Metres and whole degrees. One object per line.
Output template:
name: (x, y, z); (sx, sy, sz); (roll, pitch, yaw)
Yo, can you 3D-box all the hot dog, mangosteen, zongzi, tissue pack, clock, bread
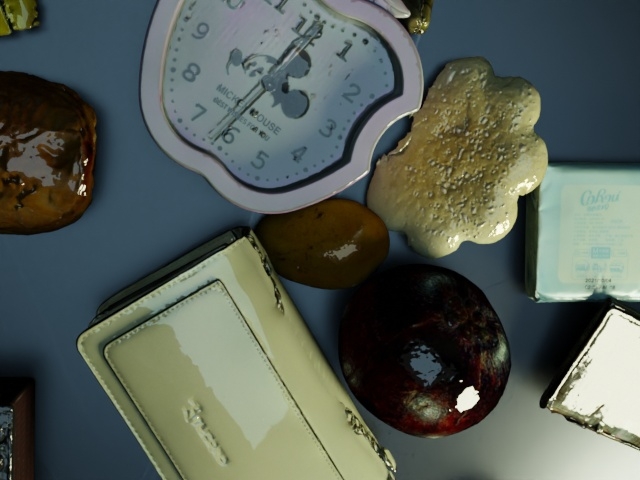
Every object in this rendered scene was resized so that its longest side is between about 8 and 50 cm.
hot dog: (-0.397, -0.104, 1.409); (0.272, 0.122, 0.196); (3, 94, -2)
mangosteen: (0.115, 0.135, 1.452); (0.216, 0.216, 0.216); (-1, 96, -5)
zongzi: (0.096, -0.291, 1.462); (0.083, 0.040, 0.076); (15, 55, -4)
tissue pack: (0.391, -0.011, 1.509); (0.263, 0.089, 0.177); (0, 95, -3)
clock: (-0.053, -0.205, 1.439); (0.339, 0.102, 0.338); (-1, 96, -6)
bread: (0.176, -0.094, 1.467); (0.182, 0.039, 0.251); (36, 99, 17)

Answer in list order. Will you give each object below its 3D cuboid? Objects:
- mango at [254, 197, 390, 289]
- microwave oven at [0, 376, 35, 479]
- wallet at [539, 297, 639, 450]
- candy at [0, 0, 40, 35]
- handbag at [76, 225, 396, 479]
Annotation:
mango: (0.002, 0.006, 1.469); (0.165, 0.089, 0.115); (-10, 68, 0)
microwave oven: (-0.465, 0.259, 1.406); (0.247, 0.188, 0.178); (1, 96, -6)
wallet: (0.450, 0.202, 1.527); (0.317, 0.044, 0.169); (25, 107, -15)
candy: (-0.495, -0.294, 1.397); (0.297, 0.081, 0.187); (-19, 97, 0)
handbag: (-0.096, 0.189, 1.446); (0.237, 0.160, 0.358); (-29, 99, 8)
